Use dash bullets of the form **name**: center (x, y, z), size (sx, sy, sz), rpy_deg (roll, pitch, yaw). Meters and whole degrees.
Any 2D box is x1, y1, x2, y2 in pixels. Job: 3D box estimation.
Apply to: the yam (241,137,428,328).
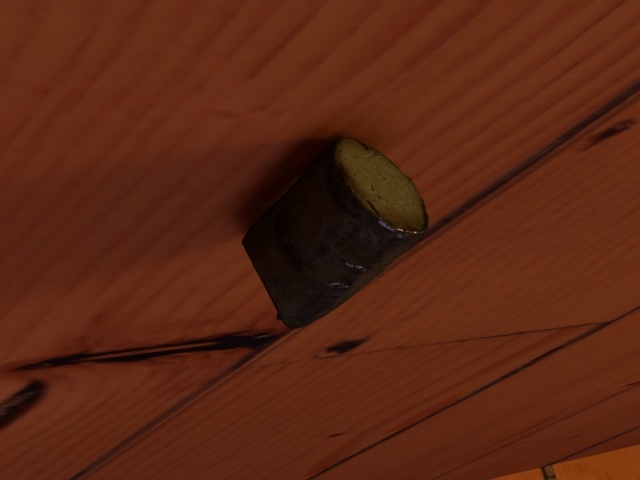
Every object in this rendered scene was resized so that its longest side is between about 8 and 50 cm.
- **yam**: center (0.000, 0.000, 0.628), size (0.070, 0.069, 0.146), rpy_deg (-5, 158, -35)
